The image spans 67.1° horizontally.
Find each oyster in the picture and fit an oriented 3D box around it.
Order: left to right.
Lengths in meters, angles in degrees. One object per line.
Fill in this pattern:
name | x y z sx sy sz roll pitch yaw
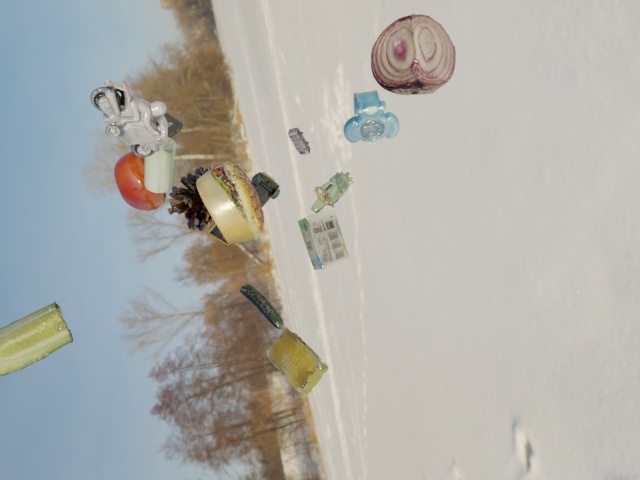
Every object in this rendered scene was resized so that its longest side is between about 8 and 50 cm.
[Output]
oyster | 0.020 -0.153 1.619 0.080 0.038 0.083 35 161 18

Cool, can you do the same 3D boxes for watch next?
watch | 0.182 -0.478 1.820 0.211 0.211 0.193 85 178 -48

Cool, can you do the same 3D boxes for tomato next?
tomato | -0.728 -0.242 1.950 0.260 0.180 0.260 163 90 -76

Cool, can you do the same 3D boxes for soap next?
soap | -0.091 0.448 1.801 0.233 0.135 0.076 39 179 40

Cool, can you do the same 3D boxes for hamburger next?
hamburger | -0.302 -0.132 1.682 0.300 0.176 0.300 61 174 11

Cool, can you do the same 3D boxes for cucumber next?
cucumber | -0.980 0.334 1.554 0.105 0.325 0.145 20 133 52
cucumber | -0.206 0.242 1.756 0.214 0.058 0.052 43 125 19

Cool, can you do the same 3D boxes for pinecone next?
pinecone | -0.575 -0.188 2.376 0.384 0.384 0.384 167 90 -83

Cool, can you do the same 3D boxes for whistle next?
whistle | 0.051 -0.215 2.141 0.110 0.244 0.092 35 167 26

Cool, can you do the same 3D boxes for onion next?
onion | 0.277 -0.541 1.447 0.207 0.206 0.216 5 101 51

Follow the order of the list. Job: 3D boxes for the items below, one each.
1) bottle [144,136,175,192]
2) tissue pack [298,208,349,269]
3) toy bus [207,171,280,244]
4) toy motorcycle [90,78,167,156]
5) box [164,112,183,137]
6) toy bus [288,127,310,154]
bottle | -0.569 -0.293 1.708 0.104 0.104 0.245 -110 28 -46
tissue pack | 0.000 0.000 2.088 0.145 0.159 0.229 -18 91 55
toy bus | -0.316 -0.140 1.969 0.121 0.335 0.123 35 -166 -34
toy motorcycle | -0.518 -0.350 1.375 0.110 0.171 0.260 65 -179 37
box | -0.591 -0.430 1.784 0.125 0.126 0.027 35 141 4
toy bus | -0.081 -0.382 1.870 0.131 0.052 0.037 53 -145 -55
